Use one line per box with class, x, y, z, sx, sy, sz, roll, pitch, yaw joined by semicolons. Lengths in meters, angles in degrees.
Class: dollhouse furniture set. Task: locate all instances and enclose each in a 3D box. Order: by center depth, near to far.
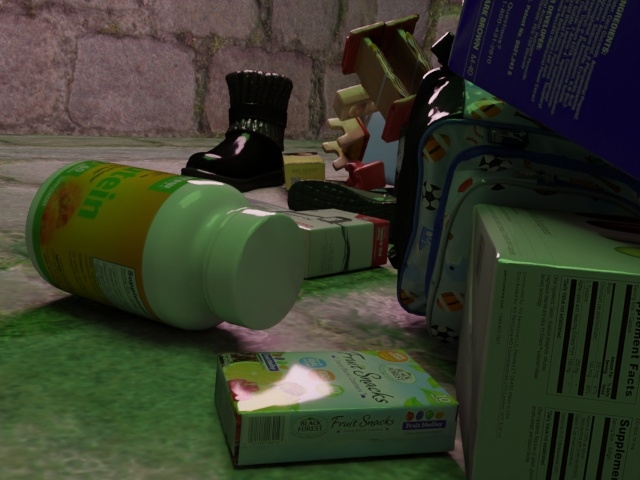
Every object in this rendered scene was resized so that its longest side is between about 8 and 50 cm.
dollhouse furniture set;0.134;-0.244;1.476;0.152;0.201;0.374;-18;-25;-18

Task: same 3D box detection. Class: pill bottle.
pill bottle;-0.141;0.006;0.673;0.245;0.136;0.136;12;13;32

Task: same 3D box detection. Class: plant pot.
plant pot;0.208;-0.243;1.747;0.165;0.234;0.165;7;7;-41

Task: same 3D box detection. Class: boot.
boot;0.075;-0.043;1.203;0.246;0.083;0.161;12;5;7
boot;-0.183;-0.250;1.617;0.131;0.260;0.348;9;12;24

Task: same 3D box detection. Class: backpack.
backpack;0.207;-0.022;0.665;0.263;0.276;0.213;2;45;-2

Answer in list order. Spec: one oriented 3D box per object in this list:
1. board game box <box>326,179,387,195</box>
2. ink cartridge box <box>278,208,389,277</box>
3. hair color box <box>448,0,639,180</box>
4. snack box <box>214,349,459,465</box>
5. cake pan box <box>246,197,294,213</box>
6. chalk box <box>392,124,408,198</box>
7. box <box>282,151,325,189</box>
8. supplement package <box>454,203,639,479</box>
board game box;0.048;-0.114;1.628;0.186;0.026;0.126;4;12;-4
ink cartridge box;0.000;0.000;0.945;0.150;0.063;0.109;-6;16;-45
hair color box;0.250;-0.096;0.446;0.185;0.110;0.339;-2;29;-24
snack box;0.006;0.106;0.484;0.141;0.037;0.100;2;13;-15
cake pan box;-0.205;-0.029;1.006;0.267;0.070;0.245;-7;18;-44
chalk box;0.292;-0.100;1.276;0.179;0.180;0.289;-6;16;-40
box;-0.039;-0.154;1.581;0.087;0.058;0.232;-3;13;-5
supplement package;0.196;0.069;0.456;0.203;0.149;0.194;5;12;7
